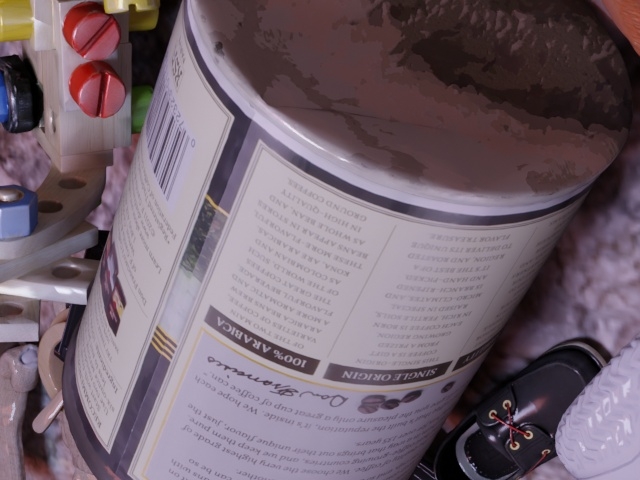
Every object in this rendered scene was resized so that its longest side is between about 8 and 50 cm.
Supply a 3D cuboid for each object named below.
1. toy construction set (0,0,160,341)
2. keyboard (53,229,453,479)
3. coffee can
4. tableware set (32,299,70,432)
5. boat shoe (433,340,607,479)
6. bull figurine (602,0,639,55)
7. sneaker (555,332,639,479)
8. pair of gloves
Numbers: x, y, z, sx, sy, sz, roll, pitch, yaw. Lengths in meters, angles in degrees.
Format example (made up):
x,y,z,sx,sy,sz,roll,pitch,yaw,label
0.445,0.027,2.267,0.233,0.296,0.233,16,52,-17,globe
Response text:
x,y,z,sx,sy,sz,roll,pitch,yaw,label
-0.136,-0.109,0.820,0.215,0.151,0.328,46,124,51,toy construction set
-0.039,0.142,0.916,0.317,0.033,0.202,36,131,15,keyboard
0.000,0.000,0.708,0.201,0.201,0.275,46,137,21,coffee can
-0.128,0.085,0.989,0.194,0.039,0.128,-9,100,38,tableware set
0.106,0.099,0.772,0.049,0.042,0.133,54,138,14,boat shoe
0.106,-0.215,0.557,0.310,0.101,0.188,58,138,8,bull figurine
0.251,0.057,0.523,0.210,0.137,0.366,50,141,12,sneaker
-0.212,0.113,1.128,0.240,0.042,0.204,4,108,41,pair of gloves
